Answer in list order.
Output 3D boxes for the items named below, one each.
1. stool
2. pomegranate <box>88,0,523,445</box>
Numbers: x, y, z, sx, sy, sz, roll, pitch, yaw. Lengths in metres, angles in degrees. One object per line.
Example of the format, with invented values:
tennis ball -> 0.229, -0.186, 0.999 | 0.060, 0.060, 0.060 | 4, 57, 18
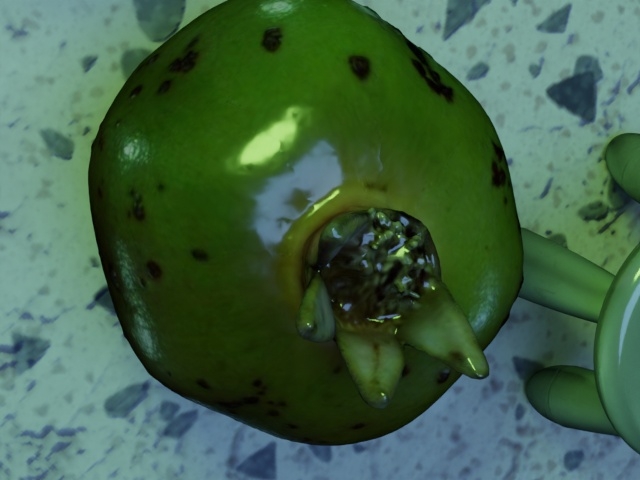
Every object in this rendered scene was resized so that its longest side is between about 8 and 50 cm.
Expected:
stool -> 0.237, 0.046, 1.084 | 0.195, 0.199, 0.195 | -33, 115, -14
pomegranate -> 0.006, -0.021, 0.902 | 0.291, 0.323, 0.290 | 4, 78, -21
